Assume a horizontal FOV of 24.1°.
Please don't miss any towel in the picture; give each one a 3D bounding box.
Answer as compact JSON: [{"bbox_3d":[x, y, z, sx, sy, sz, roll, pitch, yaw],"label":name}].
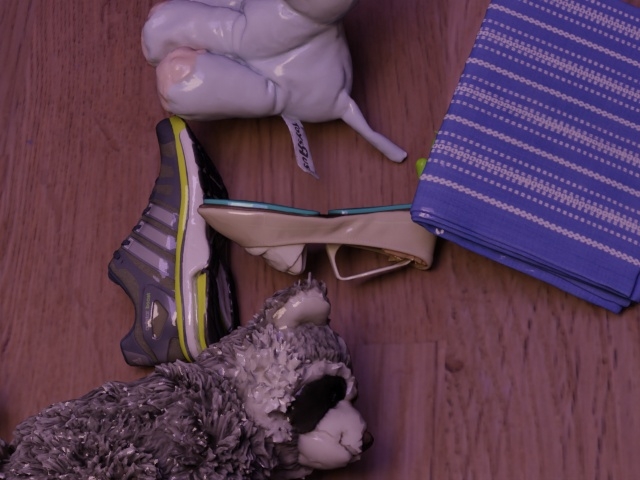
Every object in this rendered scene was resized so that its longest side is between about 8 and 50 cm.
[{"bbox_3d":[0.249,-0.111,1.519,0.243,0.040,0.336,22,64,1],"label":"towel"}]

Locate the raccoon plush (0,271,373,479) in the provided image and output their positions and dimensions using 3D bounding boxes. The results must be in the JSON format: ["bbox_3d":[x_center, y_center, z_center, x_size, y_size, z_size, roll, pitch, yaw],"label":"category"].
[{"bbox_3d":[-0.175,0.132,1.355,0.446,0.216,0.299,26,61,-6],"label":"raccoon plush"}]

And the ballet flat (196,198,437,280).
[{"bbox_3d":[0.000,0.000,1.497,0.248,0.086,0.086,1,58,-12],"label":"ballet flat"}]

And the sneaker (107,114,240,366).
[{"bbox_3d":[-0.161,-0.001,1.550,0.121,0.111,0.300,-13,56,11],"label":"sneaker"}]

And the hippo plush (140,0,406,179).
[{"bbox_3d":[-0.049,-0.243,1.547,0.234,0.236,0.294,-13,51,-28],"label":"hippo plush"}]

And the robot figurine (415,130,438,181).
[{"bbox_3d":[0.151,-0.073,1.541,0.101,0.067,0.115,-12,58,1],"label":"robot figurine"}]
